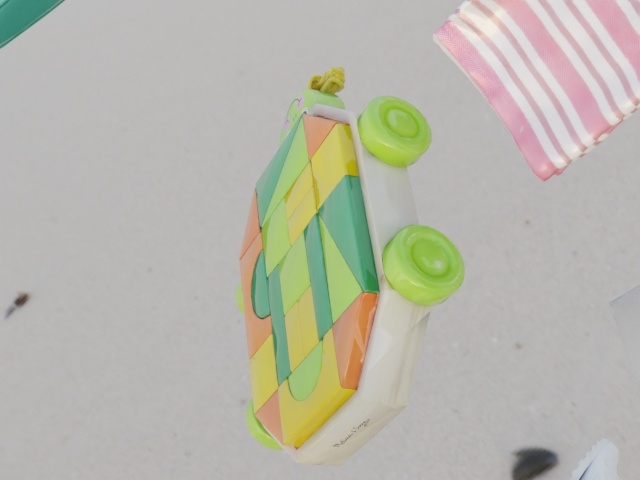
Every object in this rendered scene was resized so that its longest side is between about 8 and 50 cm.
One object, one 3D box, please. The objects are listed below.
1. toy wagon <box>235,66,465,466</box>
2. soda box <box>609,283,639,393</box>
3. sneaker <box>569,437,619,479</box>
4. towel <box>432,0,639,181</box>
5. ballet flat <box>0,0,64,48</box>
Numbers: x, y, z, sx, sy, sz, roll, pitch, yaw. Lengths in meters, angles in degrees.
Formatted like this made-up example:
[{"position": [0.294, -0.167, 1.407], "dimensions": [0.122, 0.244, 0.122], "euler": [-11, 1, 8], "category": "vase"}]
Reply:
[{"position": [0.000, 0.000, 0.864], "dimensions": [0.267, 0.068, 0.344], "euler": [-52, 38, 46], "category": "toy wagon"}, {"position": [0.398, 0.174, 1.092], "dimensions": [0.098, 0.091, 0.286], "euler": [131, 128, -61], "category": "soda box"}, {"position": [0.411, 0.390, 1.608], "dimensions": [0.095, 0.090, 0.235], "euler": [25, 39, 21], "category": "sneaker"}, {"position": [0.174, -0.148, 0.724], "dimensions": [0.029, 0.144, 0.197], "euler": [-24, -16, -44], "category": "towel"}, {"position": [-0.217, -0.117, 0.587], "dimensions": [0.231, 0.077, 0.077], "euler": [-51, -6, -25], "category": "ballet flat"}]
